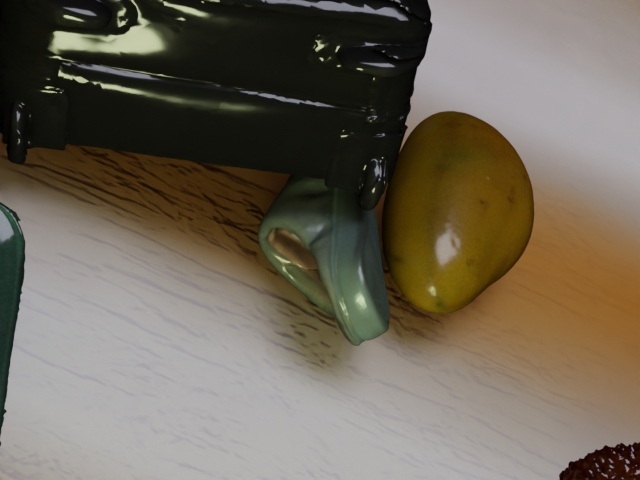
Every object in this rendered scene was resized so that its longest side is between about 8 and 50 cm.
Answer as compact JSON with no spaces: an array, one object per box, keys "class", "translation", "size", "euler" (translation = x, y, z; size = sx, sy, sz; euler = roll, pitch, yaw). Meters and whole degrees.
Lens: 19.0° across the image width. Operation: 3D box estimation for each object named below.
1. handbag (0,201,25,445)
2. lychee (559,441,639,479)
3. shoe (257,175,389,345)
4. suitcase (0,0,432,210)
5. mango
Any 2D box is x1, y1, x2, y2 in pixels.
[{"class":"handbag","translation":[-0.321,0.078,1.219],"size":[0.238,0.089,0.326],"euler":[23,40,-20]},{"class":"lychee","translation":[0.239,0.217,1.482],"size":[0.129,0.123,0.123],"euler":[0,44,-10]},{"class":"shoe","translation":[0.000,0.000,1.571],"size":[0.100,0.103,0.251],"euler":[-12,31,2]},{"class":"suitcase","translation":[-0.095,-0.189,1.572],"size":[0.345,0.188,0.339],"euler":[6,29,-10]},{"class":"mango","translation":[0.119,-0.019,1.656],"size":[0.138,0.113,0.253],"euler":[44,32,-18]}]
